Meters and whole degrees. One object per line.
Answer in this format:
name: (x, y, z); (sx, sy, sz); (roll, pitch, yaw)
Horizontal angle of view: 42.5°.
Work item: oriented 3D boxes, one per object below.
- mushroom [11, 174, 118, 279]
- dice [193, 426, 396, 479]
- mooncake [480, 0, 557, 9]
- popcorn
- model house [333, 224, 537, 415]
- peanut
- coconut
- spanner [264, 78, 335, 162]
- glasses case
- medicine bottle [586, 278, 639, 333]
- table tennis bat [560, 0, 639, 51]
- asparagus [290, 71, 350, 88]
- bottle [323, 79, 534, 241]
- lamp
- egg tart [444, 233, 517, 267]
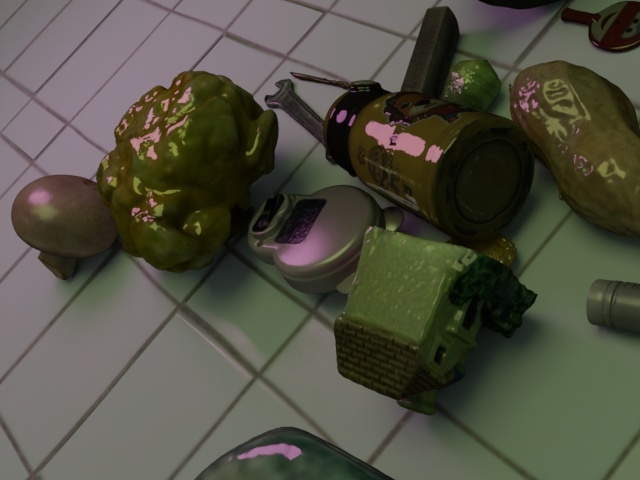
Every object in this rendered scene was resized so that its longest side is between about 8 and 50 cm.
mushroom: (-0.490, -0.022, 1.582); (0.204, 0.204, 0.204); (-19, 49, 23)
dice: (0.024, 0.391, 0.765); (0.348, 0.330, 0.328); (20, 74, 47)
mooncake: (0.323, -0.550, 1.262); (0.356, 0.356, 0.194); (-31, 47, 13)
popcorn: (-0.229, -0.118, 1.368); (0.293, 0.292, 0.334); (13, 91, 3)
model house: (0.137, 0.115, 1.009); (0.195, 0.214, 0.189); (18, 77, 36)
peanut: (0.358, -0.120, 1.070); (0.149, 0.149, 0.313); (-32, 47, 11)
coconut: (0.237, -0.243, 1.284); (0.087, 0.088, 0.096); (17, 74, 42)
spanner: (-0.023, -0.224, 1.501); (0.071, 0.017, 0.302); (-44, 43, 0)
glasses case: (0.183, -0.289, 1.364); (0.047, 0.071, 0.205); (1, 58, 32)
medicine bottle: (0.365, 0.079, 0.964); (0.091, 0.058, 0.058); (8, 63, 39)
table tennis bat: (0.437, -0.332, 1.257); (0.154, 0.019, 0.098); (29, 77, 42)
asparagus: (-0.002, -0.302, 1.546); (0.016, 0.013, 0.166); (-19, 29, -40)
bottle: (0.128, -0.133, 1.198); (0.171, 0.171, 0.351); (-49, 38, -6)
lamp: (0.000, 0.002, 1.244); (0.246, 0.108, 0.179); (11, 54, 36)
egg tart: (0.213, 0.025, 1.115); (0.105, 0.039, 0.105); (-10, 39, 9)
